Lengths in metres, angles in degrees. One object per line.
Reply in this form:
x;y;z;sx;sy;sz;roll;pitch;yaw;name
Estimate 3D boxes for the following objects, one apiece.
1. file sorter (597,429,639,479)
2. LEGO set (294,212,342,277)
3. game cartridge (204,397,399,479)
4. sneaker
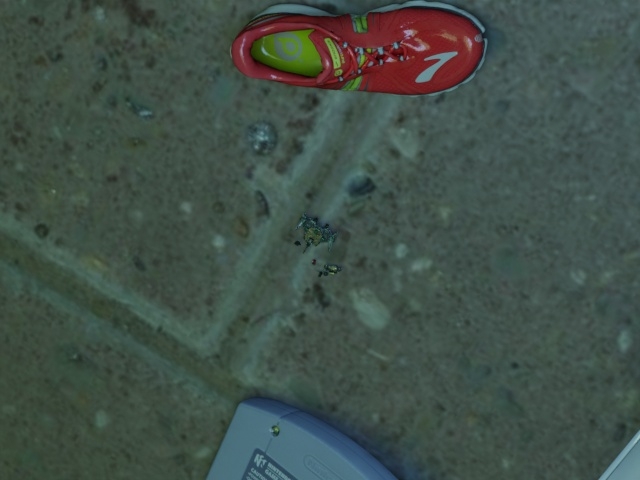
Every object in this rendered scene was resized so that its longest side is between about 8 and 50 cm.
0.422;0.313;1.704;0.278;0.173;0.193;42;113;19;file sorter
-0.002;0.001;1.857;0.054;0.023;0.083;4;120;18;LEGO set
-0.003;0.320;1.888;0.294;0.060;0.196;35;118;26;game cartridge
0.037;-0.194;1.729;0.279;0.118;0.107;0;107;17;sneaker
